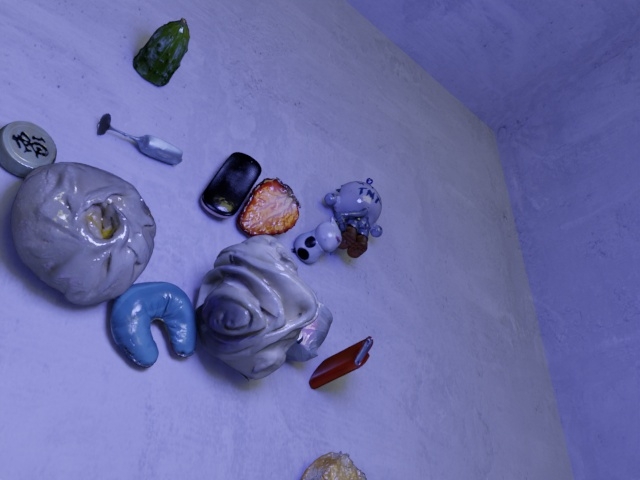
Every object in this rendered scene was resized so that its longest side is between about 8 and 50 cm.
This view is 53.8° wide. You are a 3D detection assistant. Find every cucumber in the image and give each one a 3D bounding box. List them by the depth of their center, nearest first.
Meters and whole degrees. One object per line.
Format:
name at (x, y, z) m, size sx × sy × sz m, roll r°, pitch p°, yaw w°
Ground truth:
cucumber at (-0.477, -0.605, 1.964) m, size 0.134 × 0.244 × 0.134 m, roll 24°, pitch 48°, yaw -30°

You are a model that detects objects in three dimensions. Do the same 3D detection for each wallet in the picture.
wallet at (0.066, 0.375, 1.930) m, size 0.045 × 0.204 × 0.142 m, roll 51°, pitch 36°, yaw -6°

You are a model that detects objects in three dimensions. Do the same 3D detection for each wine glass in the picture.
wine glass at (-0.513, -0.286, 1.836) m, size 0.262 × 0.074 × 0.074 m, roll 23°, pitch 49°, yaw -42°

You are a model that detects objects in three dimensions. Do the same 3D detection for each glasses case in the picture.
glasses case at (-0.281, -0.181, 2.015) m, size 0.122 × 0.075 × 0.314 m, roll 31°, pitch 41°, yaw -8°

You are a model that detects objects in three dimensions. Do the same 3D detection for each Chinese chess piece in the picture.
Chinese chess piece at (-0.723, -0.224, 1.547) m, size 0.144 × 0.058 × 0.144 m, roll 30°, pitch 44°, yaw -35°

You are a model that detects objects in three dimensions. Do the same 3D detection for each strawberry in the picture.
strawberry at (-0.188, -0.095, 2.067) m, size 0.236 × 0.111 × 0.190 m, roll -35°, pitch 105°, yaw -31°

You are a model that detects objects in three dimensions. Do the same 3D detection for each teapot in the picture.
teapot at (-0.080, 0.255, 1.883) m, size 0.221 × 0.163 × 0.178 m, roll 42°, pitch 46°, yaw -23°

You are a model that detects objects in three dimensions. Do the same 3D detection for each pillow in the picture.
pillow at (-0.416, 0.206, 1.585) m, size 0.233 × 0.086 × 0.214 m, roll -10°, pitch 78°, yaw -50°

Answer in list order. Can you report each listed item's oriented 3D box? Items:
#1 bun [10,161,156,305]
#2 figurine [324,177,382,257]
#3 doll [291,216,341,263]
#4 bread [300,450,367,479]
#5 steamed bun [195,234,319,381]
bun at (-0.543, -0.042, 1.497) m, size 0.365 × 0.219 × 0.366 m, roll 33°, pitch 42°, yaw -36°
figurine at (0.131, -0.084, 2.363) m, size 0.261 × 0.186 × 0.382 m, roll 48°, pitch 33°, yaw -24°
doll at (-0.004, 0.003, 2.148) m, size 0.106 × 0.180 × 0.111 m, roll 8°, pitch 57°, yaw -62°
bread at (0.055, 0.716, 1.743) m, size 0.174 × 0.121 × 0.246 m, roll -27°, pitch 92°, yaw -40°
steamed bun at (-0.194, 0.180, 1.656) m, size 0.237 × 0.346 × 0.395 m, roll 1°, pitch 85°, yaw -54°
